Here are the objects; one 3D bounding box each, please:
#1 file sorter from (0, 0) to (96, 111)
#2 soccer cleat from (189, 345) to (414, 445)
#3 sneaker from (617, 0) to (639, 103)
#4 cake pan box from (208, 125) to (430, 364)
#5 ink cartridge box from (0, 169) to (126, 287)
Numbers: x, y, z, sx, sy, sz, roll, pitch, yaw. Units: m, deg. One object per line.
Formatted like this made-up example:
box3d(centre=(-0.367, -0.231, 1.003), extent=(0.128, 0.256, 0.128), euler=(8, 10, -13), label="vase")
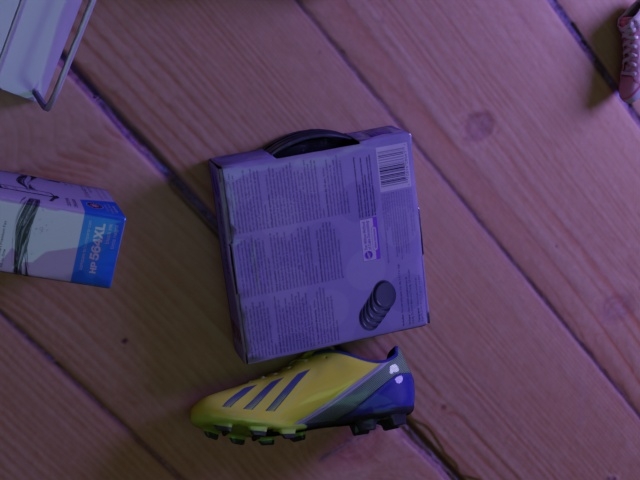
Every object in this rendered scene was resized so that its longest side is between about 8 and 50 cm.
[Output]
box3d(centre=(-0.374, -0.266, 1.292), extent=(0.278, 0.173, 0.192), euler=(20, 98, -23), label="file sorter")
box3d(centre=(-0.023, 0.189, 1.594), extent=(0.289, 0.093, 0.121), euler=(-3, 75, -13), label="soccer cleat")
box3d(centre=(0.401, -0.248, 1.623), extent=(0.070, 0.051, 0.134), euler=(25, 92, -21), label="sneaker")
box3d(centre=(0.000, 0.000, 1.547), extent=(0.246, 0.070, 0.266), euler=(-13, 108, -17), label="cake pan box")
box3d(centre=(-0.330, -0.020, 1.385), extent=(0.203, 0.148, 0.085), euler=(11, 102, -21), label="ink cartridge box")
